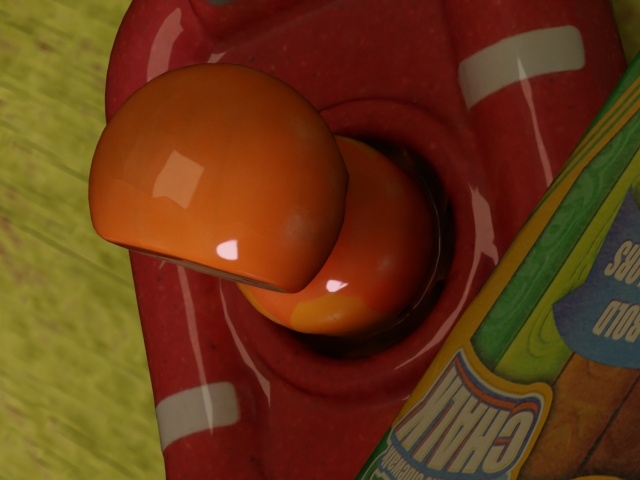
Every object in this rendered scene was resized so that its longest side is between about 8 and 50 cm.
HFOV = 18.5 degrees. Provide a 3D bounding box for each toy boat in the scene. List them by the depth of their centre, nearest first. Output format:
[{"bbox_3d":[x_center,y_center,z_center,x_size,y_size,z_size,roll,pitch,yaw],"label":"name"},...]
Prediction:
[{"bbox_3d":[0.000,0.000,0.489,0.151,0.151,0.231,-22,69,27],"label":"toy boat"}]

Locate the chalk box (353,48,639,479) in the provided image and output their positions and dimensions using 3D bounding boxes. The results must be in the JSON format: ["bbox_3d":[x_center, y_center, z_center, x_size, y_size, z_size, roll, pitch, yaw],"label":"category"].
[{"bbox_3d":[0.092,0.060,0.377,0.213,0.132,0.132,-56,16,-8],"label":"chalk box"}]
